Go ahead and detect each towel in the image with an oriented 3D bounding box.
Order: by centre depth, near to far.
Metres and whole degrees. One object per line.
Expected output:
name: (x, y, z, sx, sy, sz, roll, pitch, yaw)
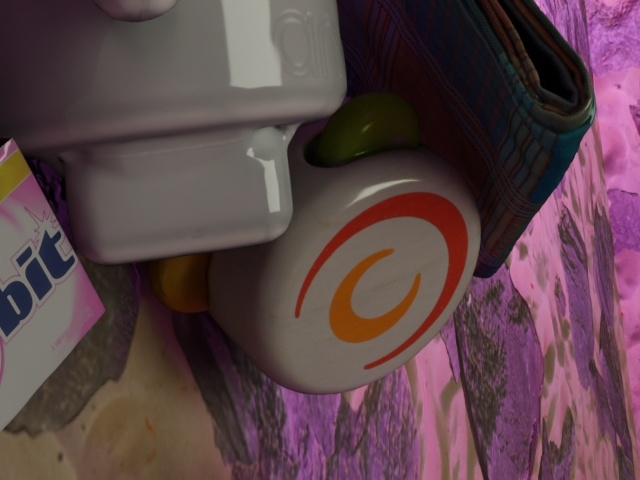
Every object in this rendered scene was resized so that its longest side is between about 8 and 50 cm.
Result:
towel: (0.069, -0.120, 0.730, 0.271, 0.040, 0.370, 57, -8, 13)

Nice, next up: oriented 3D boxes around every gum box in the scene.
gum box: (-0.189, 0.050, 0.444, 0.188, 0.062, 0.107, -55, 138, -39)

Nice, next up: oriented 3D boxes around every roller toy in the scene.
roller toy: (0.000, 0.000, 0.729, 0.209, 0.146, 0.191, -48, 138, -1)

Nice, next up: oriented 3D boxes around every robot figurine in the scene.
robot figurine: (-0.096, -0.168, 0.563, 0.300, 0.200, 0.353, -158, -120, -80)
